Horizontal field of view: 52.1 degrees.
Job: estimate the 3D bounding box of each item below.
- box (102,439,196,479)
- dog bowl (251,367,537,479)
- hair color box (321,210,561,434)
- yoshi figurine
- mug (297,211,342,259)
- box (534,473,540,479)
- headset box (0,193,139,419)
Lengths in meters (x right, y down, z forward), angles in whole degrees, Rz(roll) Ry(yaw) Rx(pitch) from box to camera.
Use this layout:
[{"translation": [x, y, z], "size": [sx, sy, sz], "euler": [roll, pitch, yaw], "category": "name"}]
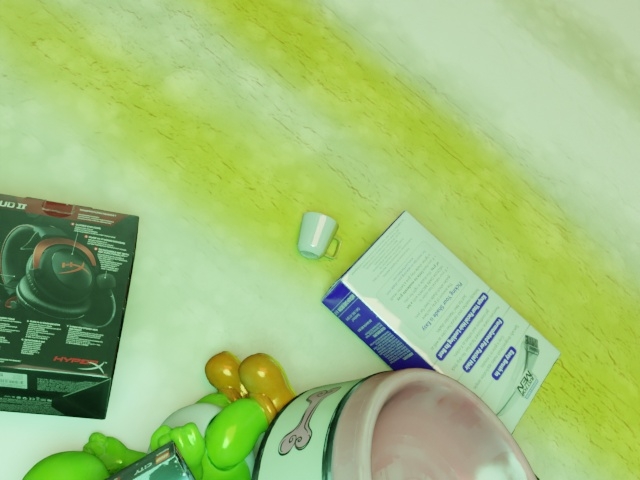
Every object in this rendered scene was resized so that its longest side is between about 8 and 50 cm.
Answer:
[{"translation": [-0.216, 0.336, 0.668], "size": [0.233, 0.044, 0.159], "euler": [-28, 101, -12], "category": "box"}, {"translation": [0.122, 0.333, 0.770], "size": [0.408, 0.150, 0.408], "euler": [30, 40, -29], "category": "dog bowl"}, {"translation": [0.190, 0.138, 1.038], "size": [0.339, 0.110, 0.185], "euler": [43, 59, 6], "category": "hair color box"}, {"translation": [-0.211, 0.263, 0.796], "size": [0.203, 0.204, 0.362], "euler": [29, 54, 26], "category": "yoshi figurine"}, {"translation": [-0.002, -0.002, 1.065], "size": [0.078, 0.062, 0.064], "euler": [19, 69, -2], "category": "mug"}, {"translation": [0.259, 0.375, 0.996], "size": [0.137, 0.027, 0.094], "euler": [-36, 80, -29], "category": "box"}, {"translation": [-0.361, 0.066, 0.846], "size": [0.218, 0.110, 0.293], "euler": [9, 46, -16], "category": "headset box"}]
